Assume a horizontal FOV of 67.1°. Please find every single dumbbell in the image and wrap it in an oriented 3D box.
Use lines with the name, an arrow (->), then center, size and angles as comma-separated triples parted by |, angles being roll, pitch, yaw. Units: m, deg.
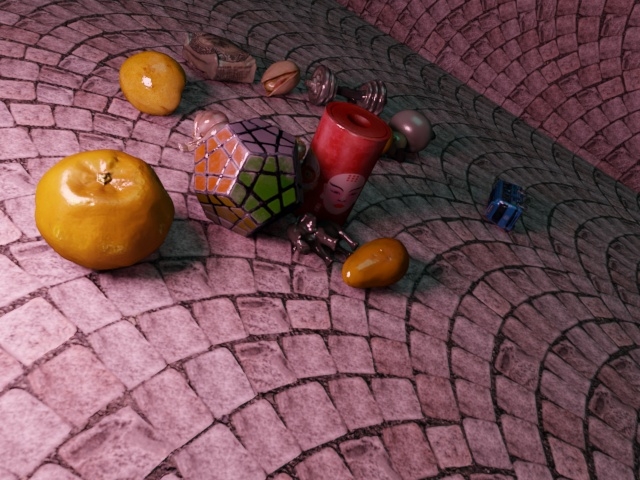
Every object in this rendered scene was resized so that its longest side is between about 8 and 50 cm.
dumbbell -> 0.120, -0.659, 2.151 | 0.407, 0.179, 0.179 | 5, 42, -25

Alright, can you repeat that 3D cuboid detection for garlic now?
garlic -> -0.367, -0.342, 1.537 | 0.194, 0.127, 0.131 | -26, 62, -24

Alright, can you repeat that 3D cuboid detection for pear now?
pear -> -0.543, -0.507, 1.556 | 0.209, 0.208, 0.208 | 16, 38, -13

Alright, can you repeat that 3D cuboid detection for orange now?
orange -> -0.462, -0.072, 1.044 | 0.280, 0.235, 0.278 | 11, 44, -11

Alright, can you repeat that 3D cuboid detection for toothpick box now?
toothpick box -> 0.048, -0.216, 1.438 | 0.205, 0.333, 0.204 | 16, 39, -13

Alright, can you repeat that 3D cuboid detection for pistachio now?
pistachio -> -0.165, -0.687, 2.046 | 0.144, 0.143, 0.215 | 32, 49, 7

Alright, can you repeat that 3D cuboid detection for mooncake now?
mooncake -> -0.411, -0.755, 1.986 | 0.255, 0.136, 0.250 | -16, 50, -43

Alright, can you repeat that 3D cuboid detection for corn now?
corn -> -0.126, -0.272, 1.499 | 0.101, 0.101, 0.292 | 2, 5, -29

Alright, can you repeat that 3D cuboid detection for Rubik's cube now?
Rubik's cube -> -0.187, -0.168, 1.298 | 0.319, 0.319, 0.264 | -32, 92, -49

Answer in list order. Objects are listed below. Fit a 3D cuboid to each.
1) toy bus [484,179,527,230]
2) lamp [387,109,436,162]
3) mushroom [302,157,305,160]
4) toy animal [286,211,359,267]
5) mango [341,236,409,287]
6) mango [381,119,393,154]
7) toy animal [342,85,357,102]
toy bus -> 0.748, -0.146, 1.954 | 0.134, 0.113, 0.246 | 27, 35, 8
lamp -> 0.364, -0.449, 2.055 | 0.198, 0.197, 0.244 | 39, 61, 17
mushroom -> -0.074, -0.307, 1.741 | 0.286, 0.025, 0.028 | 31, 21, 10
toy animal -> -0.004, 0.004, 1.334 | 0.146, 0.114, 0.245 | 42, 15, 26
mango -> 0.158, 0.069, 1.343 | 0.254, 0.113, 0.138 | -24, 67, -42
mango -> 0.166, -0.428, 1.927 | 0.255, 0.139, 0.175 | 17, 43, -2
toy animal -> 0.145, -0.711, 2.338 | 0.065, 0.047, 0.135 | -13, 56, -30
